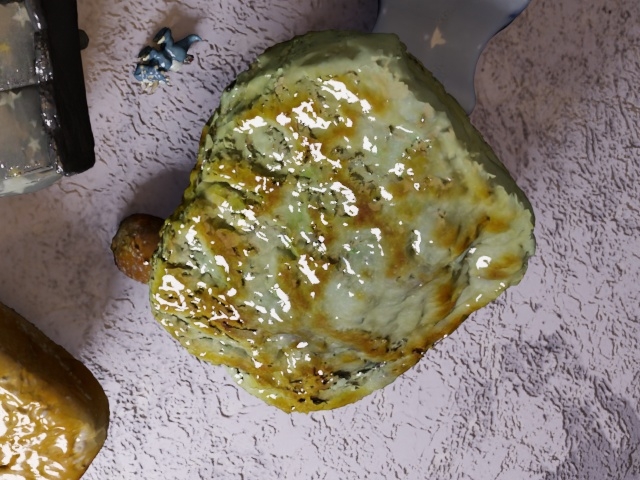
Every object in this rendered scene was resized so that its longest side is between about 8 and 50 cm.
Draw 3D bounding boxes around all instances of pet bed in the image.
[{"bbox_3d":[-0.302,-0.157,1.381,0.159,0.183,0.211,-11,103,-14],"label":"pet bed"}]

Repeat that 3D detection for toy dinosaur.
[{"bbox_3d":[-0.167,-0.199,1.506,0.047,0.030,0.083,43,84,-25],"label":"toy dinosaur"}]

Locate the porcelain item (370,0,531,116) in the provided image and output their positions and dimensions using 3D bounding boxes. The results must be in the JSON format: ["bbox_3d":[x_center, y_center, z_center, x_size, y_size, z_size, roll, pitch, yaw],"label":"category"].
[{"bbox_3d":[0.163,-0.342,1.498,0.178,0.242,0.405,21,93,0],"label":"porcelain item"}]

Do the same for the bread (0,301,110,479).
[{"bbox_3d":[-0.357,0.163,1.428,0.195,0.176,0.246,-44,117,5],"label":"bread"}]

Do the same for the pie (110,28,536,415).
[{"bbox_3d":[0.024,-0.008,1.461,0.395,0.180,0.418,33,121,-23],"label":"pie"}]
